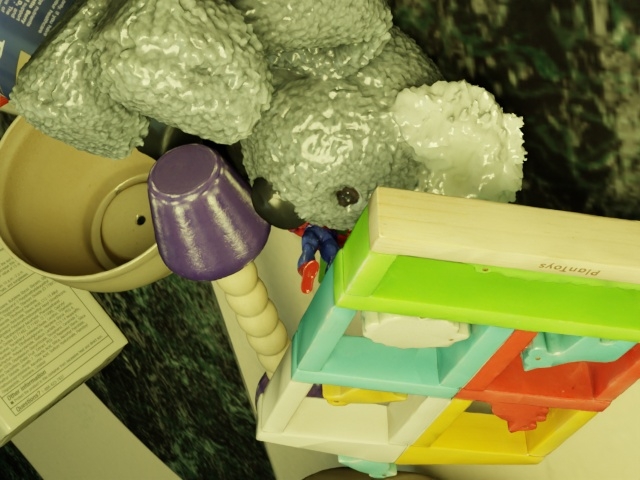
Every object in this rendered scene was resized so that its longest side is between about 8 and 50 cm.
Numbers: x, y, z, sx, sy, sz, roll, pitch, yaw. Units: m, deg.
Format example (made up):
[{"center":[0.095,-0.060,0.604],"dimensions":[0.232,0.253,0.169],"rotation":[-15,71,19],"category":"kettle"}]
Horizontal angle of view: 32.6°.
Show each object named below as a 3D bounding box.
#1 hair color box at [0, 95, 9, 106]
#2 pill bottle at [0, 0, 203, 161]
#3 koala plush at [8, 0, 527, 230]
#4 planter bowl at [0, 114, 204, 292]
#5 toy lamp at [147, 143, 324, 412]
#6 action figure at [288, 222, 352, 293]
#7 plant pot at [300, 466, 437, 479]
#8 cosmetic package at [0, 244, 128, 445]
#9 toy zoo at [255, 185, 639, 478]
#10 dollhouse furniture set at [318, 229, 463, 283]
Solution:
[{"center":[-0.262,-0.178,0.891],"dimensions":[0.072,0.043,0.141],"rotation":[48,148,5],"category":"hair color box"},{"center":[-0.170,-0.142,0.726],"dimensions":[0.219,0.123,0.123],"rotation":[30,143,9],"category":"pill bottle"},{"center":[-0.004,-0.088,0.581],"dimensions":[0.221,0.203,0.196],"rotation":[41,162,-23],"category":"koala plush"},{"center":[-0.149,-0.029,0.816],"dimensions":[0.162,0.162,0.109],"rotation":[34,170,24],"category":"planter bowl"},{"center":[-0.052,0.041,0.764],"dimensions":[0.080,0.080,0.274],"rotation":[27,152,33],"category":"toy lamp"},{"center":[0.000,0.000,0.641],"dimensions":[0.038,0.115,0.030],"rotation":[15,108,-13],"category":"action figure"},{"center":[0.123,0.311,0.698],"dimensions":[0.280,0.323,0.323],"rotation":[-7,117,35],"category":"plant pot"},{"center":[-0.362,0.042,1.120],"dimensions":[0.309,0.160,0.113],"rotation":[52,148,1],"category":"cosmetic package"},{"center":[0.077,0.073,0.623],"dimensions":[0.192,0.030,0.293],"rotation":[7,147,-13],"category":"toy zoo"},{"center":[0.078,0.023,0.694],"dimensions":[0.152,0.058,0.076],"rotation":[16,129,16],"category":"dollhouse furniture set"}]
